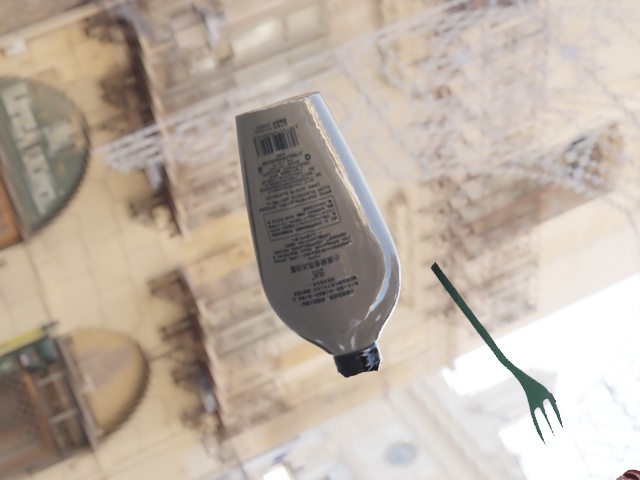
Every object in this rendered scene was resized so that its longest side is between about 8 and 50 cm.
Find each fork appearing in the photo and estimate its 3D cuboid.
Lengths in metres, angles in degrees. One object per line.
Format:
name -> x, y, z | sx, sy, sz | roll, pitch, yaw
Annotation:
fork -> 0.184, 0.110, 1.641 | 0.039, 0.021, 0.235 | -49, -123, 27

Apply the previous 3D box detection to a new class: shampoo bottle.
shampoo bottle -> 0.000, 0.000, 1.408 | 0.078, 0.127, 0.256 | -50, 125, -76

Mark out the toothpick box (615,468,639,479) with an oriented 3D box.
toothpick box -> 0.321, 0.278, 1.699 | 0.047, 0.083, 0.047 | 17, -64, 38
